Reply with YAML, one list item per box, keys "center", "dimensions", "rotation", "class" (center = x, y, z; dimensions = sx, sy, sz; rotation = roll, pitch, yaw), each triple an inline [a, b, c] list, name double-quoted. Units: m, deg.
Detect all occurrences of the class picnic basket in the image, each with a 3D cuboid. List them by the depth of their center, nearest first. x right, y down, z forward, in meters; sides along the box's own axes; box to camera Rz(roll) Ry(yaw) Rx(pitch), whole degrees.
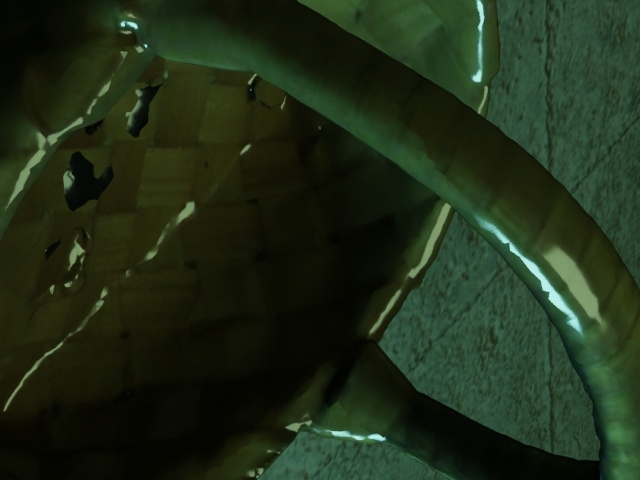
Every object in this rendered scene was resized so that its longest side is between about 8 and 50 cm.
- center: [0.000, 0.000, 0.553]
  dimensions: [0.337, 0.337, 0.293]
  rotation: [-50, 147, -22]
  class: "picnic basket"
